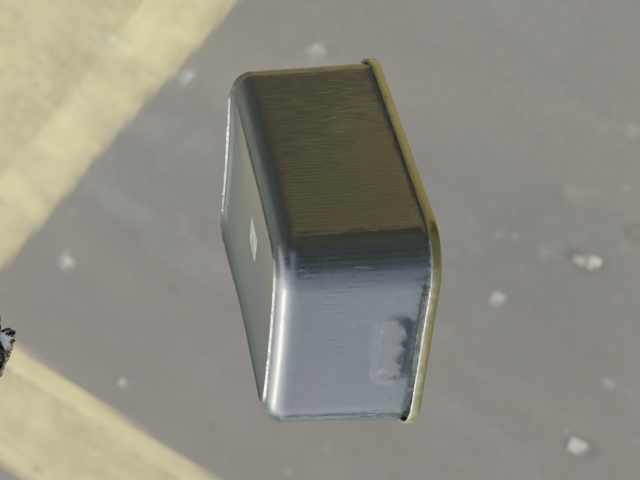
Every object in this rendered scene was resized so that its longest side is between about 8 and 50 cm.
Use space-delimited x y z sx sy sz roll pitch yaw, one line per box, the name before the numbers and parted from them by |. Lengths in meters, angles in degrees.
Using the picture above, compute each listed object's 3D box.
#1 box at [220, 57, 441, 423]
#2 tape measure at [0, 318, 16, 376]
box | 0.000 0.000 1.146 0.090 0.201 0.144 -3 131 -11
tape measure | -0.215 -0.008 0.840 0.186 0.112 0.199 47 157 33
